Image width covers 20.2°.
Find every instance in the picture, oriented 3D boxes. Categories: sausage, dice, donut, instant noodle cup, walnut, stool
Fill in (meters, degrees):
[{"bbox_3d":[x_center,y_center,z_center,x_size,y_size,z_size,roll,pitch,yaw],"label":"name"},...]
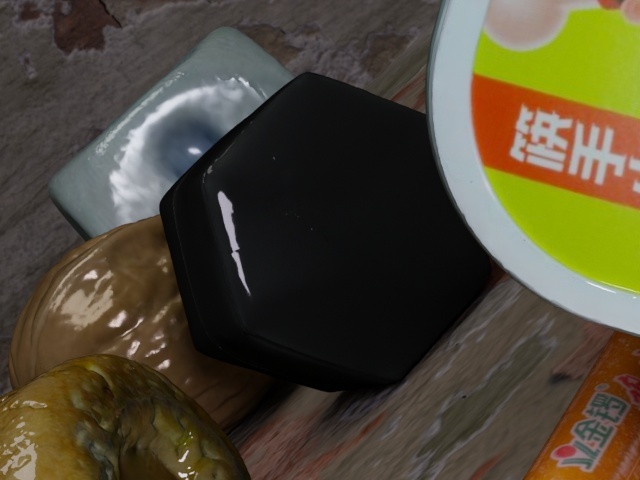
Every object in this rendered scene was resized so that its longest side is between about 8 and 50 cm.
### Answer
[{"bbox_3d":[0.127,0.099,0.806,0.053,0.053,0.348,-33,12,46],"label":"sausage"},{"bbox_3d":[-0.110,-0.048,1.884,0.265,0.262,0.268,-43,9,-6],"label":"dice"},{"bbox_3d":[-0.135,0.175,1.084,0.128,0.208,0.261,-38,14,18],"label":"donut"},{"bbox_3d":[0.188,-0.099,0.797,0.294,0.294,0.308,-41,3,8],"label":"instant noodle cup"},{"bbox_3d":[-0.140,0.084,1.557,0.261,0.225,0.225,-32,4,-24],"label":"walnut"},{"bbox_3d":[0.000,0.000,1.335,0.232,0.232,0.141,-45,7,-23],"label":"stool"}]
